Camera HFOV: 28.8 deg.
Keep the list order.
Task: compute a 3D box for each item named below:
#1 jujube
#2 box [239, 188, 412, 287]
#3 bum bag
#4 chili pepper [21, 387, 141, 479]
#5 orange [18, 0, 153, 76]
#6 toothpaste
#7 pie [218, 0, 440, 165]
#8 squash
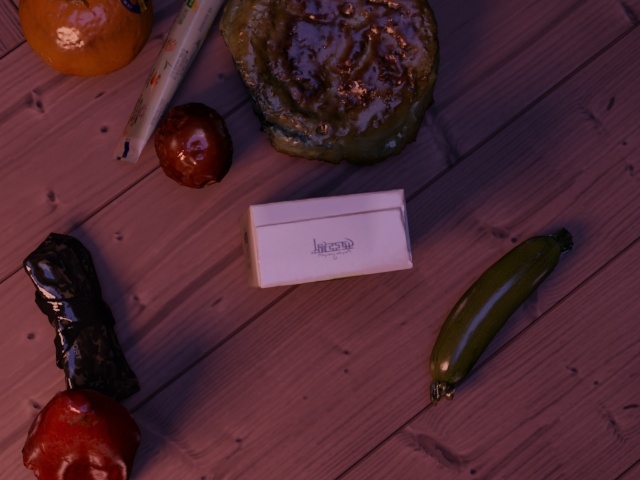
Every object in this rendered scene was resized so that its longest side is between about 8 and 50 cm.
[{"bbox_3d":[-0.166,-0.126,1.656,0.112,0.176,0.109,38,87,-9],"label":"jujube"},{"bbox_3d":[0.000,0.000,1.626,0.194,0.260,0.111,-7,91,-6],"label":"box"},{"bbox_3d":[-0.323,0.108,1.667,0.069,0.102,0.248,-25,87,27],"label":"bum bag"},{"bbox_3d":[-0.294,0.251,1.583,0.136,0.252,0.144,-35,83,-26],"label":"chili pepper"},{"bbox_3d":[-0.312,-0.304,1.664,0.177,0.155,0.177,2,80,-13],"label":"orange"},{"bbox_3d":[-0.202,-0.249,1.718,0.056,0.058,0.314,24,82,10],"label":"toothpaste"},{"bbox_3d":[0.021,-0.275,1.727,0.288,0.103,0.354,-22,89,-5],"label":"pie"},{"bbox_3d":[0.239,0.091,1.742,0.071,0.080,0.318,34,79,36],"label":"squash"}]
